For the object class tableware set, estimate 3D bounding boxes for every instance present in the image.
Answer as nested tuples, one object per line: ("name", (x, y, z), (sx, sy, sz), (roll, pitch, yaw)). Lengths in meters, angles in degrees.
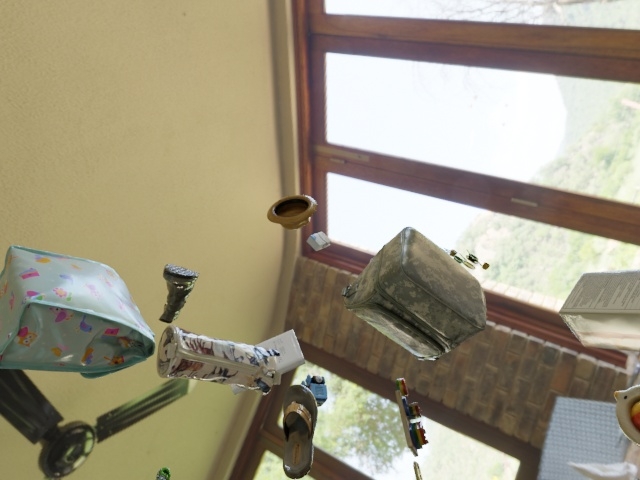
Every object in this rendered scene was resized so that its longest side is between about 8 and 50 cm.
("tableware set", (0.472, 0.059, 1.484), (0.153, 0.104, 0.024), (18, -65, -22))

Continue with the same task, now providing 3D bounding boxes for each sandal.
("sandal", (-0.058, 0.423, 1.065), (0.220, 0.089, 0.060), (-84, -25, -47))

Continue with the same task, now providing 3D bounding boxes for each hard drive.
("hard drive", (-0.231, 0.500, 1.945), (0.307, 0.203, 0.040), (-23, -60, -6))

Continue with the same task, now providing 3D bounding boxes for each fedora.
("fedora", (-0.103, -0.096, 1.759), (0.194, 0.194, 0.079), (-50, -40, -35))

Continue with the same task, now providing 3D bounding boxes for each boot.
("boot", (-0.396, 0.154, 1.277), (0.246, 0.083, 0.161), (136, 154, -82))

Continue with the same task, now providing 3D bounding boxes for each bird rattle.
("bird rattle", (0.843, 0.437, 1.135), (0.143, 0.206, 0.254), (34, -136, -41))

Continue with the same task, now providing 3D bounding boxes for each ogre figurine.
("ogre figurine", (-0.480, 0.800, 1.396), (0.118, 0.096, 0.197), (-55, -15, -85))

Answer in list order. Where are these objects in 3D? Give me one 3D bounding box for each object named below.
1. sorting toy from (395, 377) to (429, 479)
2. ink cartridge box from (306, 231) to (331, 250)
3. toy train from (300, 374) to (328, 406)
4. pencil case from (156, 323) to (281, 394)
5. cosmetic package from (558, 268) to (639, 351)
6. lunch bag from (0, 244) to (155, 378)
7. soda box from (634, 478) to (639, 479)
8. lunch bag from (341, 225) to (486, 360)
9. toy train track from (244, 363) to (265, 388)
("sorting toy", (0.232, 0.460, 1.153), (0.132, 0.046, 0.275), (63, -165, -52))
("ink cartridge box", (0.000, 0.000, 1.521), (0.083, 0.048, 0.028), (-21, -29, -53))
("toy train", (-0.036, 0.555, 1.672), (0.184, 0.080, 0.105), (121, 154, -42))
("pencil case", (-0.328, 0.389, 1.506), (0.410, 0.183, 0.160), (23, -119, -34))
("cosmetic package", (0.722, 0.156, 1.046), (0.153, 0.296, 0.129), (-45, -80, -20))
("lunch bag", (-0.463, 0.140, 0.892), (0.262, 0.223, 0.160), (24, -80, -46))
("soda box", (0.685, 0.580, 0.929), (0.058, 0.183, 0.063), (-19, -55, -14))
("lunch bag", (0.239, 0.159, 1.208), (0.256, 0.305, 0.213), (-44, 17, 39))
("toy train track", (-0.187, 0.391, 1.342), (0.048, 0.014, 0.083), (47, -112, -18))
